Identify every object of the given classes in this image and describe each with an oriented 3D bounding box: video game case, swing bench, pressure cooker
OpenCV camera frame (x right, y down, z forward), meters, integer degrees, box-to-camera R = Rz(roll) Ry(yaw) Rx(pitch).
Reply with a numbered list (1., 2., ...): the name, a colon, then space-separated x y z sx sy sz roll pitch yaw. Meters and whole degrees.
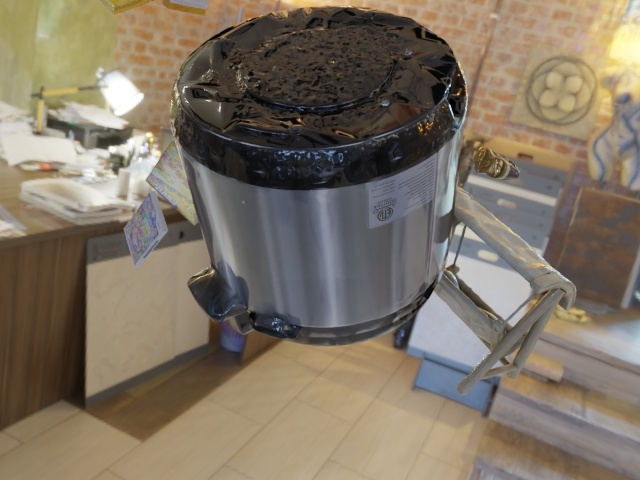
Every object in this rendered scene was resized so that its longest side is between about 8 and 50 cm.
1. video game case: -0.319 -0.020 1.092 0.011 0.122 0.087 2 55 -44
2. swing bench: 0.266 0.074 1.024 0.165 0.255 0.253 -4 41 -38
3. pressure cooker: 0.003 -0.059 0.841 0.369 0.420 0.375 2 45 9

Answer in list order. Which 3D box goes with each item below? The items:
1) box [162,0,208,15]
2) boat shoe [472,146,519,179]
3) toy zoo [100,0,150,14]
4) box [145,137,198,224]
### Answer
1. box: -0.227 -0.478 1.075 0.081 0.136 0.028 -9 40 -47
2. boat shoe: 0.365 -0.155 1.259 0.049 0.056 0.152 21 20 -16
3. toy zoo: -0.400 -0.595 1.274 0.293 0.192 0.030 -34 -1 -26
4. box: -0.252 -0.227 1.509 0.177 0.290 0.279 44 -29 -12
